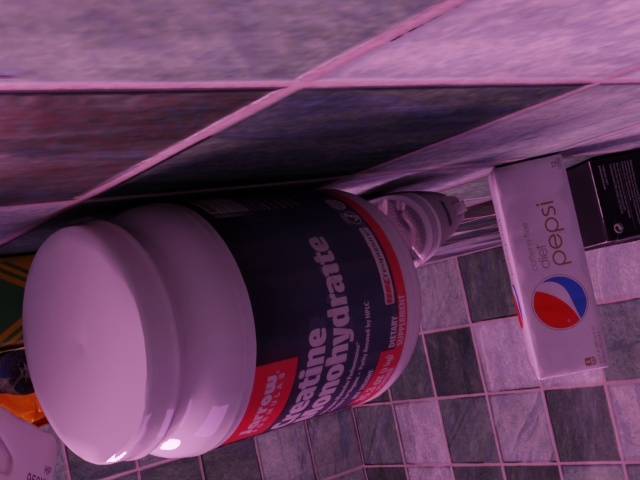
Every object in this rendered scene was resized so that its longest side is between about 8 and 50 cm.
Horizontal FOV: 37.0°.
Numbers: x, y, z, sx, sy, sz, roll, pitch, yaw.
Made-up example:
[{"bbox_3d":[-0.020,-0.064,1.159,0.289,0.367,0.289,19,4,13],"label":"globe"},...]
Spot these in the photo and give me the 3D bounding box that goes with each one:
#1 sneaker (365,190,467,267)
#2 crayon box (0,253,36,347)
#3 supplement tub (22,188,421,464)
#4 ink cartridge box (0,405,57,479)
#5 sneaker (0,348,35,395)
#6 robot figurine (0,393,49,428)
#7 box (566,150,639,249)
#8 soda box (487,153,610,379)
[{"bbox_3d":[0.033,0.013,1.006,0.281,0.105,0.115,-12,-176,45],"label":"sneaker"},{"bbox_3d":[-0.328,0.070,0.903,0.202,0.081,0.318,-16,174,41],"label":"crayon box"},{"bbox_3d":[-0.070,0.060,0.754,0.272,0.191,0.191,-8,174,-44],"label":"supplement tub"},{"bbox_3d":[-0.464,0.210,0.794,0.394,0.166,0.285,0,158,8],"label":"ink cartridge box"},{"bbox_3d":[-0.279,0.121,0.904,0.058,0.052,0.135,-4,170,14],"label":"sneaker"},{"bbox_3d":[-0.397,0.164,1.183,0.085,0.211,0.291,-11,-176,32],"label":"robot figurine"},{"bbox_3d":[0.367,-0.043,1.199,0.184,0.103,0.261,-9,174,-13],"label":"box"},{"bbox_3d":[0.229,0.027,0.970,0.073,0.216,0.069,-12,176,5],"label":"soda box"}]
